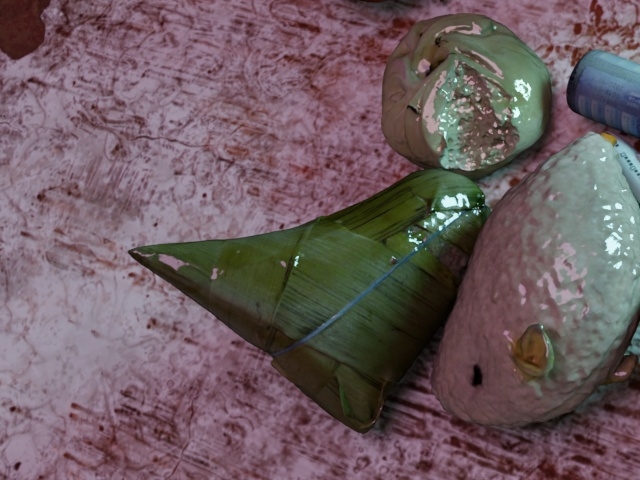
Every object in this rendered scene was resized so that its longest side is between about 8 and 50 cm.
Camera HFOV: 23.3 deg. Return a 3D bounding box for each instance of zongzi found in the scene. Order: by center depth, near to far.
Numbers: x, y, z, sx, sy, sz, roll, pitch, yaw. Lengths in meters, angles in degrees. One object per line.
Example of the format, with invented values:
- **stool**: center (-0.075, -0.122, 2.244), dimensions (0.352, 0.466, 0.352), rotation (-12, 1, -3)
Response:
- **zongzi**: center (0.000, 0.000, 1.815), dimensions (0.323, 0.360, 0.160), rotation (-56, 18, -5)

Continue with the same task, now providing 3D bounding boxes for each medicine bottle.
- **medicine bottle**: center (0.388, -0.155, 1.803), dimensions (0.203, 0.083, 0.083), rotation (27, 86, 35)

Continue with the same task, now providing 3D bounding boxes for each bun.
- **bun**: center (0.168, -0.184, 1.916), dimensions (0.237, 0.116, 0.210), rotation (35, 90, 36)

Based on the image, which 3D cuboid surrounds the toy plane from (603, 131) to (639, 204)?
- **toy plane**: center (0.372, -0.062, 1.782), dimensions (0.162, 0.066, 0.171), rotation (-51, 43, 30)

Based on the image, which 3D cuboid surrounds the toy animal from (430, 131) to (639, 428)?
- **toy animal**: center (0.263, 0.053, 1.719), dimensions (0.226, 0.188, 0.358), rotation (27, 100, 56)

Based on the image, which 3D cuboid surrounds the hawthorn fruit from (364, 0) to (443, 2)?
- **hawthorn fruit**: center (0.077, -0.388, 2.022), dimensions (0.225, 0.196, 0.196), rotation (40, 93, 3)
